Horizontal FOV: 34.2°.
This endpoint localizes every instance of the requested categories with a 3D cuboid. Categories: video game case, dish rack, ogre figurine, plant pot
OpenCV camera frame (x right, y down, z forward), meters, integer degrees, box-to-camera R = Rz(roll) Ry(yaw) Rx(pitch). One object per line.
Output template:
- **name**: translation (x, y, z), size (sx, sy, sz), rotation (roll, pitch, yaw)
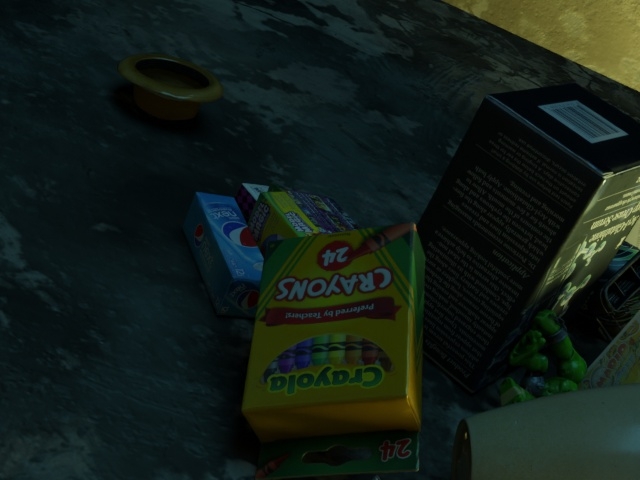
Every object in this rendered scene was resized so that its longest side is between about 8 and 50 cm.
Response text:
- **video game case**: translation (0.447, 0.235, 1.447), size (0.026, 0.227, 0.206), rotation (18, 27, -37)
- **dish rack**: translation (0.568, 0.150, 1.702), size (0.208, 0.074, 0.271), rotation (-35, 91, -32)
- **video game case**: translation (0.000, 0.000, 1.654), size (0.210, 0.041, 0.232), rotation (7, 33, -45)
- **ogre figurine**: translation (0.316, 0.208, 1.475), size (0.118, 0.097, 0.197), rotation (31, 57, -25)
- **plant pot**: translation (0.305, 0.291, 1.265), size (0.274, 0.256, 0.256), rotation (4, 31, -4)

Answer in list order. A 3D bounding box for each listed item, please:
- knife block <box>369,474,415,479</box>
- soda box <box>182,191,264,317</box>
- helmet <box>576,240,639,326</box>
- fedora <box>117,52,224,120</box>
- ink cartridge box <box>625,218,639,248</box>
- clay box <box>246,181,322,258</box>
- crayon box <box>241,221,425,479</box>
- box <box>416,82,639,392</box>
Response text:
- **knife block**: translation (0.127, 0.379, 1.103), size (0.242, 0.088, 0.275), rotation (10, 33, -25)
- **soda box**: translation (-0.137, 0.019, 1.510), size (0.067, 0.071, 0.210), rotation (7, 33, -29)
- **helmet**: translation (0.506, 0.074, 1.831), size (0.162, 0.169, 0.169), rotation (14, 26, 13)
- **fedora**: translation (-0.275, -0.270, 1.875), size (0.194, 0.079, 0.194), rotation (14, 29, -8)
- **ink cartridge box**: translation (0.573, -0.079, 2.014), size (0.385, 0.160, 0.279), rotation (15, 21, 27)
- **clay box**: translation (-0.051, 0.025, 1.509), size (0.053, 0.127, 0.222), rotation (-4, 39, -40)
- **crayon box**: translation (0.022, 0.128, 1.258), size (0.202, 0.081, 0.318), rotation (-8, 47, 14)
- **box**: translation (0.308, -0.012, 1.571), size (0.212, 0.395, 0.294), rotation (40, 32, 24)
